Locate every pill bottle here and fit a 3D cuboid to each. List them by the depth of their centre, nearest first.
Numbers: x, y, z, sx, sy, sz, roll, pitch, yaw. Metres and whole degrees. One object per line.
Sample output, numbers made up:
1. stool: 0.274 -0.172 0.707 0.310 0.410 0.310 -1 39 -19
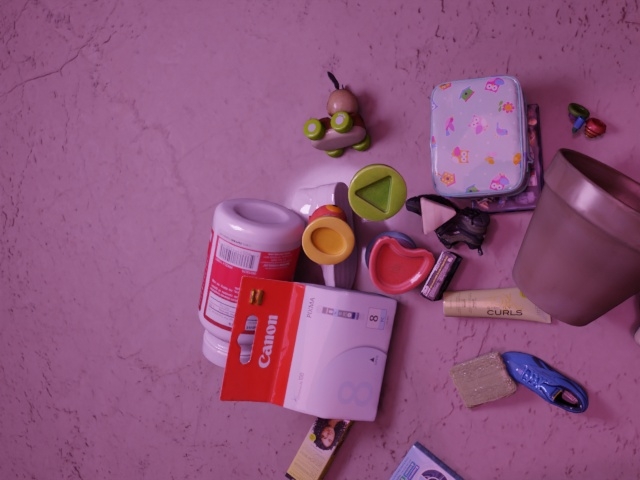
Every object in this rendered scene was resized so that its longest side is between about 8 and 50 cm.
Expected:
1. pill bottle: -0.189 0.116 1.538 0.229 0.229 0.408 24 113 23

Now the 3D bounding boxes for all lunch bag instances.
1. lunch bag: 0.367 -0.225 1.361 0.223 0.108 0.280 -2 87 21

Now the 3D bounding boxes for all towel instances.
1. towel: 0.377 0.326 1.398 0.148 0.027 0.110 -35 74 37

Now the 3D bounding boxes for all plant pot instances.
1. plant pot: 0.550 0.011 1.230 0.323 0.323 0.280 40 119 20

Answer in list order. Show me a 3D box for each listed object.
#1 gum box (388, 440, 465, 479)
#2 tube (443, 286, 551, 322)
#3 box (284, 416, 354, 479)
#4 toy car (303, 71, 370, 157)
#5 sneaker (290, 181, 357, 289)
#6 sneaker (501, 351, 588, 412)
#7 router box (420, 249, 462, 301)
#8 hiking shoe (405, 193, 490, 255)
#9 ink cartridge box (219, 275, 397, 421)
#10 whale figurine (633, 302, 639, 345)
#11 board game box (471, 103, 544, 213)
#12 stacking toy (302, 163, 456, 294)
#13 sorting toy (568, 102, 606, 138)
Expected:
1. gum box: 0.261 0.609 1.442 0.184 0.041 0.157 35 101 22
2. tube: 0.409 0.146 1.397 0.240 0.062 0.070 -2 123 17
3. box: 0.001 0.535 1.552 0.087 0.058 0.232 30 99 22
4. toy car: 0.040 -0.334 1.541 0.148 0.155 0.189 -10 73 23
5. sneaker: 0.000 0.000 1.572 0.169 0.108 0.293 -2 89 38
6. sneaker: 0.496 0.314 1.335 0.209 0.082 0.069 29 101 24
7. router box: 0.291 0.084 1.431 0.038 0.092 0.123 29 99 22
8. hiking shoe: 0.293 -0.037 1.438 0.226 0.086 0.114 26 124 40
9. ink cartridge box: -0.022 0.261 1.432 0.091 0.384 0.308 -165 85 -67
10. whale figurine: 0.756 0.180 1.219 0.216 0.141 0.272 -13 106 23
11. board game box: 0.436 -0.188 1.410 0.164 0.042 0.244 -5 85 23
12. stacking toy: 0.137 -0.042 1.413 0.308 0.130 0.280 28 111 -14
13. sorting toy: 0.591 -0.264 1.348 0.102 0.061 0.042 49 140 25
